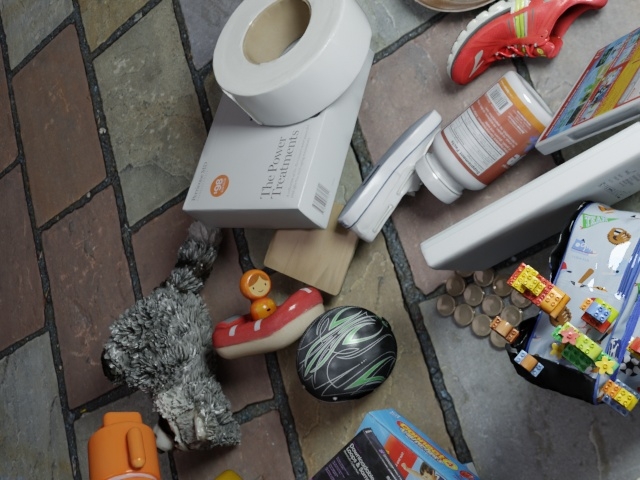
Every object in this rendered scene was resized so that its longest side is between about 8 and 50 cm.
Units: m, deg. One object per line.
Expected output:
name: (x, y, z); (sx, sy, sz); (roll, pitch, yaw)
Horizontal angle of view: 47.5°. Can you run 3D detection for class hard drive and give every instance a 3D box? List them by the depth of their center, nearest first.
hard drive: (0.338, -0.055, 1.026); (0.353, 0.233, 0.047); (-32, 72, 26)

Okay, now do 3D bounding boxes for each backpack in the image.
backpack: (0.396, 0.087, 0.968); (0.213, 0.276, 0.263); (10, 84, 32)

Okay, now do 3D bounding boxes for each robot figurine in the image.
robot figurine: (-0.360, 0.425, 1.338); (0.158, 0.128, 0.219); (-30, 48, 10)

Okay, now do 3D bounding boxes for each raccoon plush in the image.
raccoon plush: (-0.242, 0.202, 1.450); (0.299, 0.216, 0.446); (25, 98, 27)

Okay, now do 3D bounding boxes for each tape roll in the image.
tape roll: (-0.055, -0.349, 1.308); (0.286, 0.100, 0.286); (-16, 57, 27)

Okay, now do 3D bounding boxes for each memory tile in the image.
memory tile: (0.270, 0.099, 1.200); (0.148, 0.012, 0.113); (31, 102, 35)

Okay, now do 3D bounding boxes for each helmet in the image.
helmet: (0.041, 0.195, 1.259); (0.169, 0.161, 0.169); (-5, 81, 35)

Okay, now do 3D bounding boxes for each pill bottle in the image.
pill bottle: (0.262, -0.159, 1.173); (0.216, 0.121, 0.121); (-41, 63, 25)

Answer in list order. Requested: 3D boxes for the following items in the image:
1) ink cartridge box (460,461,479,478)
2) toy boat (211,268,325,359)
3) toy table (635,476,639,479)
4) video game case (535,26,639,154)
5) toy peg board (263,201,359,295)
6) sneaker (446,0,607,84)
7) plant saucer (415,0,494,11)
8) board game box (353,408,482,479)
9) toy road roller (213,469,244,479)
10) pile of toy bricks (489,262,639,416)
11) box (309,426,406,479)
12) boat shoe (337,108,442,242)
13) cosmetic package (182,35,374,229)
ink cartridge box: (0.218, 0.400, 1.186); (0.083, 0.028, 0.048); (-34, 65, 28)
toy boat: (-0.106, 0.127, 1.370); (0.231, 0.151, 0.151); (-17, 94, 32)
toy table: (0.507, 0.389, 0.900); (0.252, 0.161, 0.274); (29, 100, 35)
video game case: (0.421, -0.227, 0.969); (0.204, 0.025, 0.285); (-54, 10, -16)
toy peg board: (0.000, 0.000, 1.381); (0.161, 0.079, 0.161); (22, 97, 20)
sneaker: (0.326, -0.331, 1.165); (0.279, 0.107, 0.118); (-36, 74, 29)
plant saucer: (0.270, -0.541, 1.263); (0.311, 0.050, 0.310); (-5, 82, 35)
board game box: (0.138, 0.484, 1.162); (0.302, 0.086, 0.308); (35, 105, 34)
toy road roller: (-0.225, 0.559, 1.301); (0.202, 0.329, 0.240); (42, 110, 12)
pile of toy bricks: (0.289, 0.115, 0.816); (0.212, 0.105, 0.118); (38, 90, 21)
box: (0.055, 0.394, 1.161); (0.162, 0.029, 0.116); (-49, 59, 20)
boat shoe: (0.139, -0.111, 1.282); (0.084, 0.095, 0.258); (39, 95, -9)
cosmetic package: (-0.079, -0.207, 1.378); (0.284, 0.097, 0.377); (0, 66, 38)
